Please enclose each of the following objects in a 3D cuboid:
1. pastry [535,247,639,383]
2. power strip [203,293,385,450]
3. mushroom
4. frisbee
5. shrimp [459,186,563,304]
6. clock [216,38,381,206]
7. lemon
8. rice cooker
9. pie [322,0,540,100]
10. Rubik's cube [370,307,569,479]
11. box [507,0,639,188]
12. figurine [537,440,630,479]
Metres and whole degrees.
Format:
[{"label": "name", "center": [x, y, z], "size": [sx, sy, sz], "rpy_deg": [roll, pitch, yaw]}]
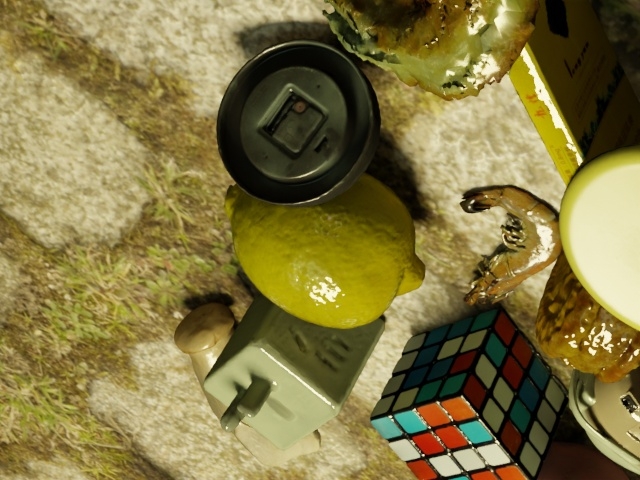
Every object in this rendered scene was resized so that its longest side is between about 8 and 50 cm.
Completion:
[{"label": "pastry", "center": [0.304, 0.055, 1.783], "size": [0.103, 0.188, 0.188], "rpy_deg": [24, 137, -5]}, {"label": "power strip", "center": [-0.042, 0.157, 2.035], "size": [0.140, 0.224, 0.139], "rpy_deg": [41, 136, -11]}, {"label": "mushroom", "center": [-0.102, 0.195, 2.202], "size": [0.247, 0.096, 0.108], "rpy_deg": [55, 157, -19]}, {"label": "frisbee", "center": [0.333, 0.011, 1.601], "size": [0.236, 0.017, 0.236], "rpy_deg": [20, 135, 21]}, {"label": "shrimp", "center": [0.192, 0.005, 1.908], "size": [0.124, 0.034, 0.178], "rpy_deg": [43, 134, -8]}, {"label": "clock", "center": [-0.023, -0.124, 1.819], "size": [0.184, 0.184, 0.040], "rpy_deg": [7, 173, 24]}, {"label": "lemon", "center": [0.000, 0.000, 1.900], "size": [0.248, 0.184, 0.184], "rpy_deg": [23, 136, 7]}, {"label": "rice cooker", "center": [0.380, 0.185, 1.884], "size": [0.206, 0.145, 0.127], "rpy_deg": [32, 146, -11]}, {"label": "pie", "center": [0.102, -0.303, 1.515], "size": [0.288, 0.103, 0.354], "rpy_deg": [-3, 90, 55]}, {"label": "Rubik's cube", "center": [0.179, 0.198, 2.004], "size": [0.151, 0.154, 0.155], "rpy_deg": [-22, 116, 41]}, {"label": "box", "center": [0.249, -0.151, 1.645], "size": [0.041, 0.153, 0.279], "rpy_deg": [-11, 123, 37]}, {"label": "figurine", "center": [0.301, 0.352, 2.031], "size": [0.261, 0.270, 0.211], "rpy_deg": [16, 129, 31]}]
